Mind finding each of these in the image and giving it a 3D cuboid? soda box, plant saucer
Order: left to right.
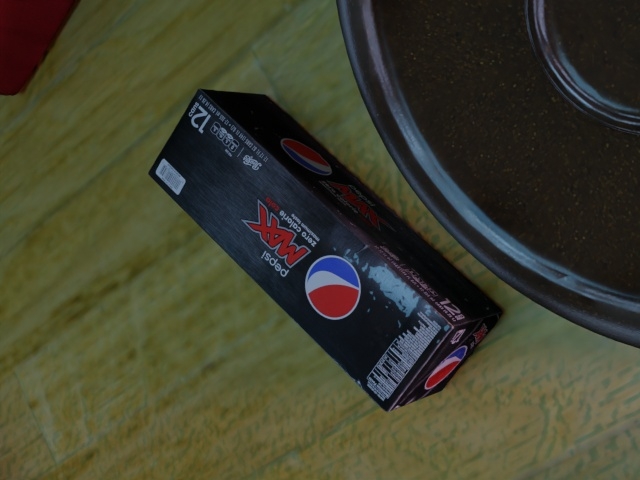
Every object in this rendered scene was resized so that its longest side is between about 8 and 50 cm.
[{"bbox_3d":[0.000,0.000,0.515,0.169,0.060,0.053,44,114,21],"label":"soda box"},{"bbox_3d":[0.119,-0.084,0.380,0.311,0.050,0.310,19,125,30],"label":"plant saucer"}]

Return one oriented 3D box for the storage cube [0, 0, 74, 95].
[{"bbox_3d":[-0.226,-0.205,0.562,0.215,0.184,0.193,49,117,18],"label":"storage cube"}]
